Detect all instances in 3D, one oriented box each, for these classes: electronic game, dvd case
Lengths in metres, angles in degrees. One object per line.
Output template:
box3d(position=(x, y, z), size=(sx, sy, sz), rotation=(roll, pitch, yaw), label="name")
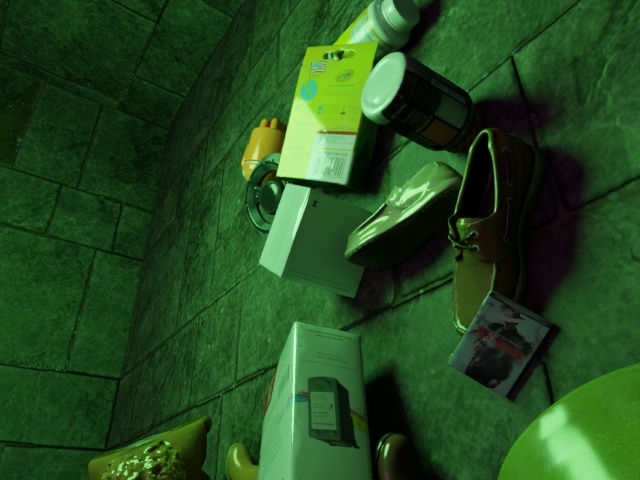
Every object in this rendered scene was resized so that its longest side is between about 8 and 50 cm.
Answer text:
box3d(position=(-0.119, -0.111, 1.289), size=(0.229, 0.048, 0.229), rotation=(-1, 89, 44), label="electronic game")
box3d(position=(0.234, 0.136, 0.658), size=(0.119, 0.087, 0.013), rotation=(-63, -14, 13), label="dvd case")

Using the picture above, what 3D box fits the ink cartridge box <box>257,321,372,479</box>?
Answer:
box3d(position=(-0.018, 0.324, 0.810), size=(0.306, 0.131, 0.226), rotation=(-92, 19, -50), label="ink cartridge box")

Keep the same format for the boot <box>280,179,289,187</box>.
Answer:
box3d(position=(-0.046, -0.135, 1.293), size=(0.137, 0.077, 0.197), rotation=(17, 102, 56), label="boot")

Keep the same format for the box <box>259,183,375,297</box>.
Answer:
box3d(position=(0.000, 0.000, 1.014), size=(0.119, 0.181, 0.181), rotation=(21, 92, 61), label="box")

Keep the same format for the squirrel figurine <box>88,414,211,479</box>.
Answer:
box3d(position=(-0.311, 0.600, 1.034), size=(0.397, 0.281, 0.370), rotation=(132, 120, -69), label="squirrel figurine")

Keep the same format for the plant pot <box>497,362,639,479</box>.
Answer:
box3d(position=(0.282, 0.265, 0.274), size=(0.366, 0.367, 0.353), rotation=(-58, 20, 22), label="plant pot")

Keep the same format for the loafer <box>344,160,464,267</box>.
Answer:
box3d(position=(0.148, -0.041, 0.884), size=(0.269, 0.102, 0.092), rotation=(-36, 43, 32), label="loafer")

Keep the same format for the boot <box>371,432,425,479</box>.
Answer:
box3d(position=(0.186, 0.346, 0.596), size=(0.280, 0.096, 0.264), rotation=(-38, 40, 41), label="boot")

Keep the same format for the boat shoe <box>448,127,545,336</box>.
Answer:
box3d(position=(0.227, -0.007, 0.714), size=(0.111, 0.105, 0.307), rotation=(-2, 73, 57), label="boat shoe")

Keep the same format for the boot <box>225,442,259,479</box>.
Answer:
box3d(position=(-0.132, 0.503, 1.071), size=(0.152, 0.073, 0.197), rotation=(-50, 42, 28), label="boot")

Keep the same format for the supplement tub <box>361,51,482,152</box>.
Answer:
box3d(position=(0.174, -0.224, 0.841), size=(0.117, 0.191, 0.116), rotation=(-34, 46, 46), label="supplement tub")

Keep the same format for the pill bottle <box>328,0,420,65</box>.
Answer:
box3d(position=(0.122, -0.461, 1.138), size=(0.215, 0.117, 0.117), rotation=(-30, 49, 49), label="pill bottle")

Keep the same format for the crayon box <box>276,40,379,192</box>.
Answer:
box3d(position=(0.032, -0.278, 1.129), size=(0.202, 0.081, 0.318), rotation=(12, 88, 35), label="crayon box")

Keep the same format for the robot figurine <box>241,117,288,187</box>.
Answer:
box3d(position=(-0.156, -0.248, 1.474), size=(0.128, 0.158, 0.219), rotation=(110, 174, -82), label="robot figurine")
